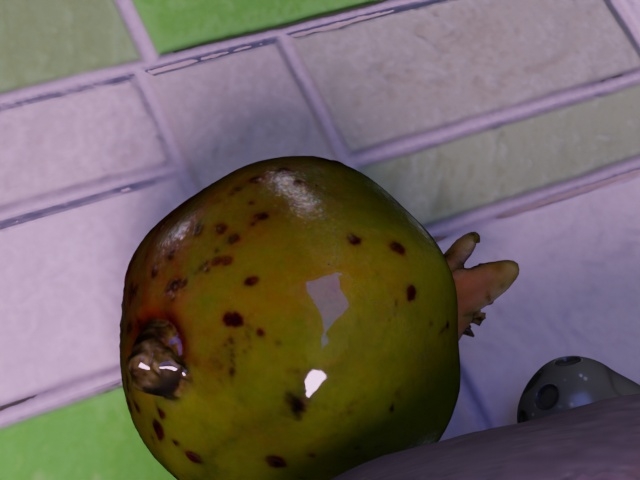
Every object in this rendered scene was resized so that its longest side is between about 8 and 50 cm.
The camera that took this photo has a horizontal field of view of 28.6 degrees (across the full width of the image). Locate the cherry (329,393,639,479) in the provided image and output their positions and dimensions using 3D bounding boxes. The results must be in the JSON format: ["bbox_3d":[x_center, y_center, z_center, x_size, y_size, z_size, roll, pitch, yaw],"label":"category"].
[{"bbox_3d":[0.105,0.207,0.540,0.326,0.335,0.291,11,49,-59],"label":"cherry"}]

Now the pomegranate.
[{"bbox_3d":[0.006,0.039,0.691,0.246,0.198,0.198,-28,73,-15],"label":"pomegranate"}]

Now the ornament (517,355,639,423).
[{"bbox_3d":[0.195,0.128,0.768,0.156,0.081,0.075,35,55,0],"label":"ornament"}]
